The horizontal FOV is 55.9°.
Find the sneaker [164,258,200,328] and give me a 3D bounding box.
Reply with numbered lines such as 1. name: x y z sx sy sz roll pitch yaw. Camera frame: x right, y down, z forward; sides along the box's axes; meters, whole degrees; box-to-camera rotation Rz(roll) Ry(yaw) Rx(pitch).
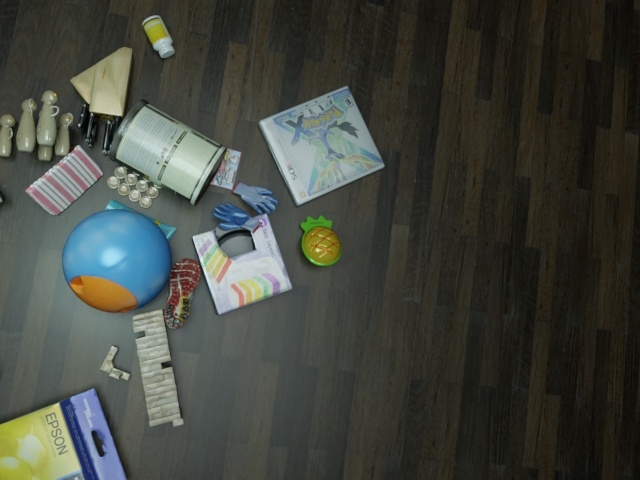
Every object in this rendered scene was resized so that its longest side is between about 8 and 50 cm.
1. sneaker: -0.420 0.157 1.798 0.088 0.092 0.225 18 64 -12

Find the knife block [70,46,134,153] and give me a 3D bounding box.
1. knife block: -0.613 -0.405 1.805 0.276 0.088 0.242 -39 95 -15

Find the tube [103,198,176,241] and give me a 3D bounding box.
1. tube: -0.544 -0.050 1.809 0.207 0.052 0.080 30 89 -15

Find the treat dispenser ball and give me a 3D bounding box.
1. treat dispenser ball: -0.558 0.055 1.667 0.288 0.288 0.288 1 84 -14

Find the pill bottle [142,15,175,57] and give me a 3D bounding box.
1. pill bottle: -0.498 -0.629 1.867 0.065 0.065 0.116 -27 90 -15

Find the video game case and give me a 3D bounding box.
1. video game case: 0.007 -0.312 1.972 0.329 0.036 0.299 -25 91 -15

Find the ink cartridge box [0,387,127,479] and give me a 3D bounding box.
1. ink cartridge box: -0.719 0.601 1.630 0.307 0.072 0.303 -21 87 -10

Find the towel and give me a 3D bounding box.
1. towel: -0.731 -0.172 1.730 0.029 0.144 0.197 38 75 22

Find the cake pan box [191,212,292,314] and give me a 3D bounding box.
1. cake pan box: -0.242 0.067 1.857 0.246 0.070 0.266 -17 87 -17

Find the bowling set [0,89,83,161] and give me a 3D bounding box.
1. bowling set: -0.778 -0.312 1.734 0.200 0.287 0.154 14 76 -57

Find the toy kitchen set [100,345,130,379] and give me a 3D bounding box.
1. toy kitchen set: -0.581 0.356 1.743 0.083 0.068 0.075 26 79 -10

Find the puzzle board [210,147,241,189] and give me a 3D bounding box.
1. puzzle board: -0.309 -0.232 1.900 0.097 0.011 0.128 14 82 -12

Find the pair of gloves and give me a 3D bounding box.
1. pair of gloves: -0.231 -0.098 1.852 0.159 0.023 0.198 26 57 13

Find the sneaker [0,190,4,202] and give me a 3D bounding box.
1. sneaker: -1.118 -0.182 1.616 0.447 0.169 0.257 43 75 -9

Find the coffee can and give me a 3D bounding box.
1. coffee can: -0.442 -0.255 1.765 0.275 0.201 0.201 30 78 -7

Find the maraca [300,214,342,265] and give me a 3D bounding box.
1. maraca: 0.000 0.000 1.911 0.127 0.099 0.185 -4 59 -16

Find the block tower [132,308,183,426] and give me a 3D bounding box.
1. block tower: -0.476 0.373 1.757 0.097 0.091 0.335 -12 87 -14

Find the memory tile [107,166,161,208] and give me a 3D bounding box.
1. memory tile: -0.558 -0.175 1.833 0.148 0.012 0.113 33 78 -9
